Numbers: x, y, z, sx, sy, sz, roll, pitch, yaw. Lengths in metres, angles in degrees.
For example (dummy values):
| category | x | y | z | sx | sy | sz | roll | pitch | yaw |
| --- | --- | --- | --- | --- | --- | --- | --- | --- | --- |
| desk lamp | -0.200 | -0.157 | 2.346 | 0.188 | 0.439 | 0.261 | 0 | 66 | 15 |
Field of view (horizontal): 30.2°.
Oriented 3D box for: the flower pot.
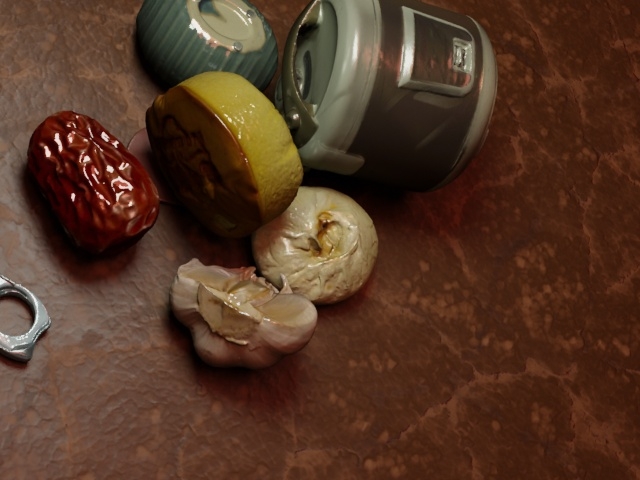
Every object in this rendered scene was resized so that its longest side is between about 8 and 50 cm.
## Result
| category | x | y | z | sx | sy | sz | roll | pitch | yaw |
| --- | --- | --- | --- | --- | --- | --- | --- | --- | --- |
| flower pot | -0.184 | -0.327 | 1.944 | 0.243 | 0.157 | 0.189 | 31 | 57 | -14 |

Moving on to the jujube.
| category | x | y | z | sx | sy | sz | roll | pitch | yaw |
| --- | --- | --- | --- | --- | --- | --- | --- | --- | --- |
| jujube | -0.344 | -0.085 | 1.767 | 0.155 | 0.155 | 0.230 | -36 | 78 | -33 |

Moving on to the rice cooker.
| category | x | y | z | sx | sy | sz | roll | pitch | yaw |
| --- | --- | --- | --- | --- | --- | --- | --- | --- | --- |
| rice cooker | 0.092 | -0.259 | 1.954 | 0.325 | 0.335 | 0.335 | 12 | 64 | -21 |

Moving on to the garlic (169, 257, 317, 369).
| category | x | y | z | sx | sy | sz | roll | pitch | yaw |
| --- | --- | --- | --- | --- | --- | --- | --- | --- | --- |
| garlic | -0.119 | 0.124 | 1.797 | 0.229 | 0.143 | 0.178 | 16 | 16 | 15 |

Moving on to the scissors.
| category | x | y | z | sx | sy | sz | roll | pitch | yaw |
| --- | --- | --- | --- | --- | --- | --- | --- | --- | --- |
| scissors | -0.516 | 0.018 | 1.706 | 0.191 | 0.029 | 0.360 | -12 | 75 | -29 |

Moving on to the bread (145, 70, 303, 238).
| category | x | y | z | sx | sy | sz | roll | pitch | yaw |
| --- | --- | --- | --- | --- | --- | --- | --- | --- | --- |
| bread | -0.152 | -0.131 | 1.800 | 0.148 | 0.270 | 0.270 | -35 | 87 | -29 |

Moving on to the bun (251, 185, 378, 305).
| category | x | y | z | sx | sy | sz | roll | pitch | yaw |
| --- | --- | --- | --- | --- | --- | --- | --- | --- | --- |
| bun | 0.000 | 0.000 | 1.913 | 0.222 | 0.127 | 0.222 | 12 | 64 | -25 |

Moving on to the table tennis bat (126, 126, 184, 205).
| category | x | y | z | sx | sy | sz | roll | pitch | yaw |
| --- | --- | --- | --- | --- | --- | --- | --- | --- | --- |
| table tennis bat | -0.198 | -0.112 | 1.929 | 0.246 | 0.022 | 0.138 | 12 | 66 | -20 |
